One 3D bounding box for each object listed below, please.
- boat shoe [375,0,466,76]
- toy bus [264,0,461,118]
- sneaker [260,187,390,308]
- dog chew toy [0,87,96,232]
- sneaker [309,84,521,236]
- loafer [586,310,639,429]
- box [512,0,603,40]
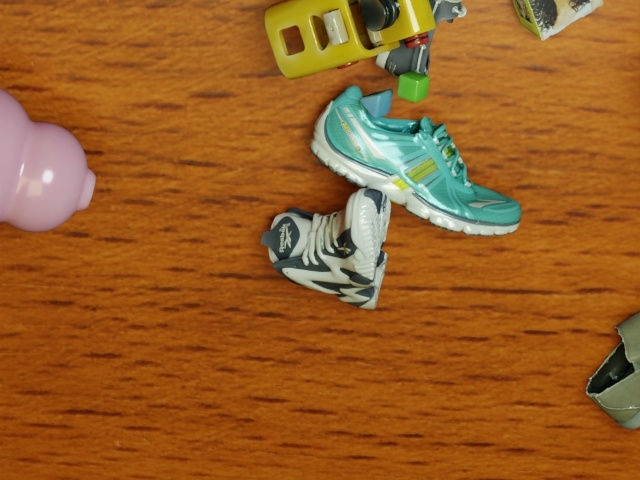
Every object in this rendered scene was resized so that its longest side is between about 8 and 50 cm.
[{"bbox_3d":[0.135,-0.267,1.570,0.065,0.075,0.206,34,121,6],"label":"boat shoe"},{"bbox_3d":[0.036,-0.241,1.532,0.191,0.104,0.202,35,125,20],"label":"toy bus"},{"bbox_3d":[0.000,0.000,1.659,0.153,0.235,0.094,12,72,7],"label":"sneaker"},{"bbox_3d":[-0.423,-0.100,1.601,0.331,0.206,0.207,16,115,-15],"label":"dog chew toy"},{"bbox_3d":[0.124,-0.088,1.651,0.275,0.107,0.110,26,104,-12],"label":"sneaker"},{"bbox_3d":[0.417,0.129,1.751,0.087,0.094,0.251,22,114,-14],"label":"loafer"},{"bbox_3d":[0.228,-0.338,1.516,0.087,0.058,0.232,-32,123,-3],"label":"box"}]
